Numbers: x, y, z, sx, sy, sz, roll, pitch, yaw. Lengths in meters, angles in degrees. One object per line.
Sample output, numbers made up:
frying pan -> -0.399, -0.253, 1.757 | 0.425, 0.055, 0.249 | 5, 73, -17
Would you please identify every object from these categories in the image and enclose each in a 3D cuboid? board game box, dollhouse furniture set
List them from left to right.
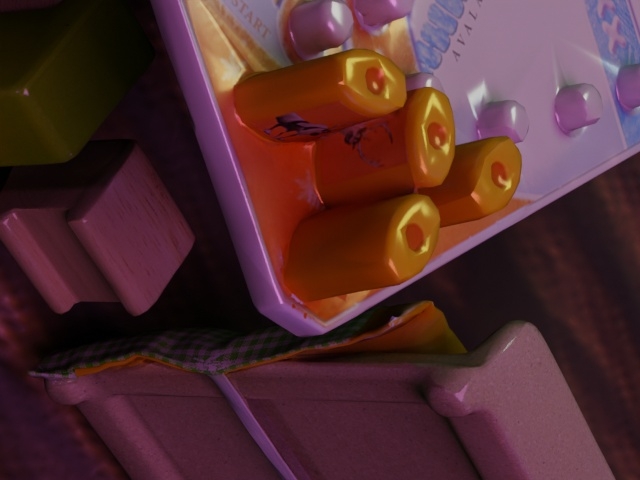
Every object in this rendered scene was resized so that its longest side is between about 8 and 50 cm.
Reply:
dollhouse furniture set -> 0.000, 0.000, 0.733 | 0.301, 0.197, 0.151 | 60, 42, -38
board game box -> 0.061, -0.216, 0.617 | 0.390, 0.050, 0.390 | -27, 103, -47
